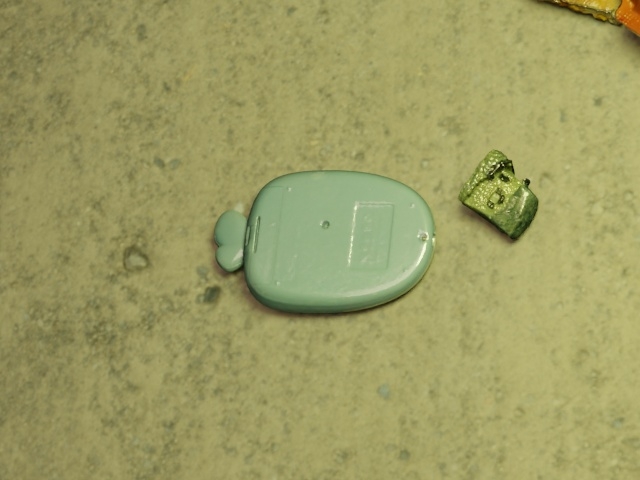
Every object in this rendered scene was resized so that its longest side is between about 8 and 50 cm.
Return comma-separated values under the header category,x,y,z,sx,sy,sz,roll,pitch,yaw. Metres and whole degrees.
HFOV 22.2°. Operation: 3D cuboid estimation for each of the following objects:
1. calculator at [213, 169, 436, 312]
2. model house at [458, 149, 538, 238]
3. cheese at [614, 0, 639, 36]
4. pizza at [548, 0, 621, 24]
category,x,y,z,sx,sy,sz,roll,pitch,yaw
calculator,0.000,0.000,2.074,0.302,0.042,0.188,0,73,19
model house,0.225,-0.055,1.987,0.083,0.066,0.079,38,91,27
cheese,0.489,-0.358,1.949,0.329,0.129,0.217,-45,59,-8
pizza,0.322,-0.334,2.055,0.131,0.041,0.178,-32,64,7
